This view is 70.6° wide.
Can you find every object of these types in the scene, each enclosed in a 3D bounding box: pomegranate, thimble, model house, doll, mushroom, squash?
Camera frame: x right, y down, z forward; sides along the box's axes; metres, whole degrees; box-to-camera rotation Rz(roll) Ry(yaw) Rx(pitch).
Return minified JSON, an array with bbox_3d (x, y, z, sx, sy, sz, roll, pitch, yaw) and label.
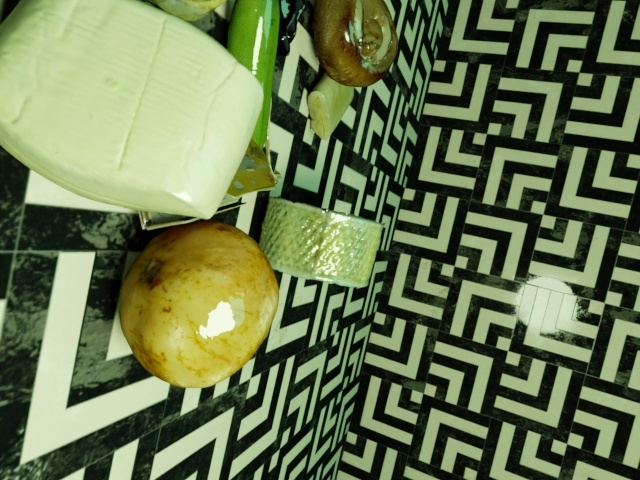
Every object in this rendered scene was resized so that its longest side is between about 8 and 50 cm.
[{"bbox_3d":[-0.176,0.092,0.674,0.248,0.248,0.249,14,90,-70],"label":"pomegranate"},{"bbox_3d":[0.000,0.000,1.005,0.270,0.270,0.150,4,101,-69],"label":"thimble"},{"bbox_3d":[-0.186,-0.100,0.681,0.136,0.207,0.219,-49,174,24],"label":"model house"},{"bbox_3d":[-0.068,-0.451,0.805,0.127,0.088,0.249,-1,95,-48],"label":"doll"},{"bbox_3d":[-0.105,-0.242,0.923,0.028,0.025,0.286,-75,165,-53],"label":"mushroom"},{"bbox_3d":[0.075,-0.474,1.023,0.253,0.153,0.253,6,83,-55],"label":"mushroom"},{"bbox_3d":[-0.119,-0.280,0.761,0.082,0.082,0.293,-45,151,-54],"label":"squash"}]

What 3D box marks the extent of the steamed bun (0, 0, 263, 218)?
[{"bbox_3d":[-0.202,-0.132,0.477,0.154,0.250,0.200,-17,-129,69],"label":"steamed bun"}]

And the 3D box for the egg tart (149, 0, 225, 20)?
[{"bbox_3d":[-0.159,-0.423,0.560,0.279,0.094,0.279,-48,146,-49],"label":"egg tart"}]

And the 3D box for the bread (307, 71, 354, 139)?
[{"bbox_3d":[0.028,-0.361,1.132,0.140,0.060,0.178,80,32,-48],"label":"bread"}]
